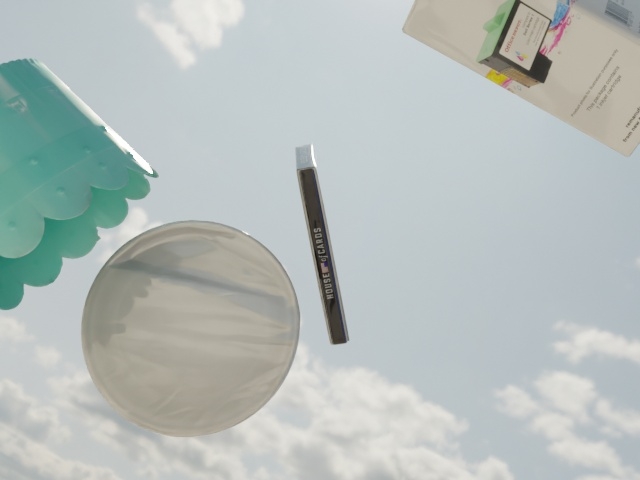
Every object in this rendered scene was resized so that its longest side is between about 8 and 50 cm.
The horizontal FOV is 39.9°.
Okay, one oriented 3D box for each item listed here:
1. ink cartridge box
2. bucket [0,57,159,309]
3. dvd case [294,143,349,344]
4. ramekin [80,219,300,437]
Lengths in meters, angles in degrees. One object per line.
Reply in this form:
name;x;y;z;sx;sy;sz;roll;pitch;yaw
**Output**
ink cartridge box;0.251;-0.237;0.969;0.278;0.201;0.117;30;-56;4
bucket;-0.344;-0.055;0.982;0.183;0.281;0.281;50;-28;-1
dvd case;0.000;0.000;1.198;0.029;0.179;0.239;-10;-75;0
ramekin;-0.163;0.119;1.135;0.272;0.273;0.127;28;-18;3
